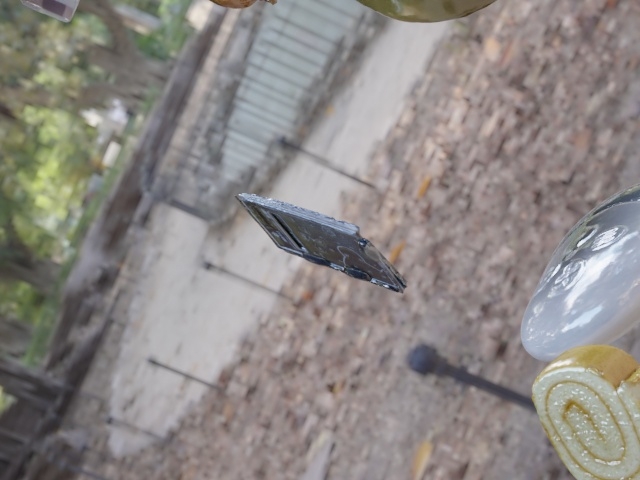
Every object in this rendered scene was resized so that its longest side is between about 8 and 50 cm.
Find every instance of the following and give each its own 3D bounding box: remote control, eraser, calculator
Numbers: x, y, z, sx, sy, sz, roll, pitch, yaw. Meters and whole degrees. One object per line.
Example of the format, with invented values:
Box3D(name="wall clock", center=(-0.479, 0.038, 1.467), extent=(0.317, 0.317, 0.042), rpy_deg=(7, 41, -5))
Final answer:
Box3D(name="remote control", center=(0.338, 0.031, 1.698), extent=(0.221, 0.103, 0.332), rpy_deg=(-37, 7, 31))
Box3D(name="eraser", center=(-0.301, -0.288, 1.635), extent=(0.105, 0.065, 0.026), rpy_deg=(128, 164, -67))
Box3D(name="calculator", center=(0.000, 0.001, 2.190), extent=(0.274, 0.166, 0.028), rpy_deg=(19, 70, 41))

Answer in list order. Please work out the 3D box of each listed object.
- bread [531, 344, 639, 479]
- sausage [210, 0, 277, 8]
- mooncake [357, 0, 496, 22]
Box3D(name="bread", center=(0.284, 0.170, 1.409), extent=(0.122, 0.149, 0.073), rpy_deg=(-27, 3, 38))
Box3D(name="sausage", center=(-0.101, -0.208, 0.925), extent=(0.062, 0.183, 0.054), rpy_deg=(-50, 8, 36))
Box3D(name="mooncake", center=(0.101, -0.314, 1.409), extent=(0.117, 0.235, 0.235), rpy_deg=(61, -144, -47))
